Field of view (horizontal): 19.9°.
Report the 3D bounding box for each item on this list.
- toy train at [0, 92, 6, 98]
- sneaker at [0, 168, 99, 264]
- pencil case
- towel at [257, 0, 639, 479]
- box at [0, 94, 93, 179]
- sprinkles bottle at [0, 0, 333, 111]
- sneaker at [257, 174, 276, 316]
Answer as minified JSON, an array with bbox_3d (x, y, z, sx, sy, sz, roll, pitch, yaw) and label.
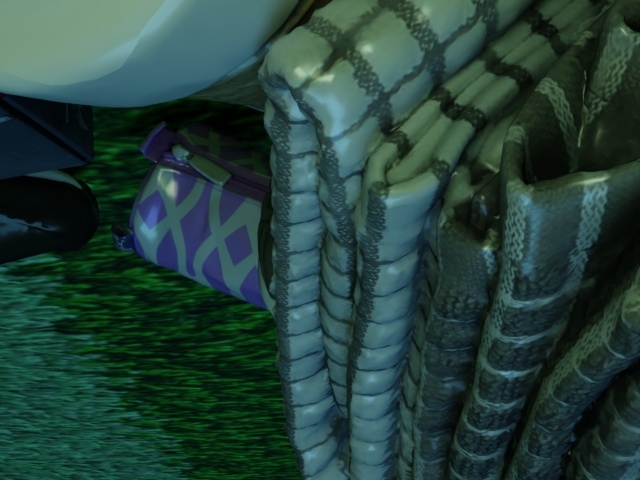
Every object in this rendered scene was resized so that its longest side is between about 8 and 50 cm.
[{"bbox_3d":[-0.099,-0.137,0.579,0.143,0.105,0.248,-15,162,1],"label":"toy train"},{"bbox_3d":[-0.263,0.020,1.001,0.283,0.124,0.107,-1,164,-9],"label":"sneaker"},{"bbox_3d":[0.000,0.000,0.951,0.206,0.086,0.088,20,142,16],"label":"pencil case"},{"bbox_3d":[0.109,-0.012,0.548,0.235,0.121,0.283,-39,157,-21],"label":"towel"},{"bbox_3d":[-0.245,-0.066,0.833,0.233,0.059,0.183,-9,164,16],"label":"box"},{"bbox_3d":[0.015,-0.094,0.565,0.121,0.121,0.355,-13,174,28],"label":"sprinkles bottle"},{"bbox_3d":[0.084,-0.005,0.797,0.111,0.129,0.297,28,-148,34],"label":"sneaker"}]
